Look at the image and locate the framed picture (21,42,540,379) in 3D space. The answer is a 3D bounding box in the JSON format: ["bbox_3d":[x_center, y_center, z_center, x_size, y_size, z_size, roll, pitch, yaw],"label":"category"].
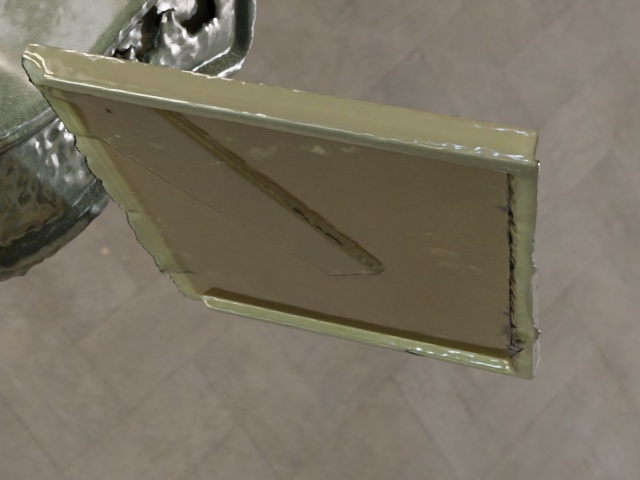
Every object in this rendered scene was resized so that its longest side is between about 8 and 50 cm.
[{"bbox_3d":[0.000,0.000,0.644,0.209,0.281,0.019,12,70,12],"label":"framed picture"}]

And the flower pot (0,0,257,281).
[{"bbox_3d":[-0.136,-0.086,0.706,0.229,0.108,0.103,-47,151,-31],"label":"flower pot"}]
